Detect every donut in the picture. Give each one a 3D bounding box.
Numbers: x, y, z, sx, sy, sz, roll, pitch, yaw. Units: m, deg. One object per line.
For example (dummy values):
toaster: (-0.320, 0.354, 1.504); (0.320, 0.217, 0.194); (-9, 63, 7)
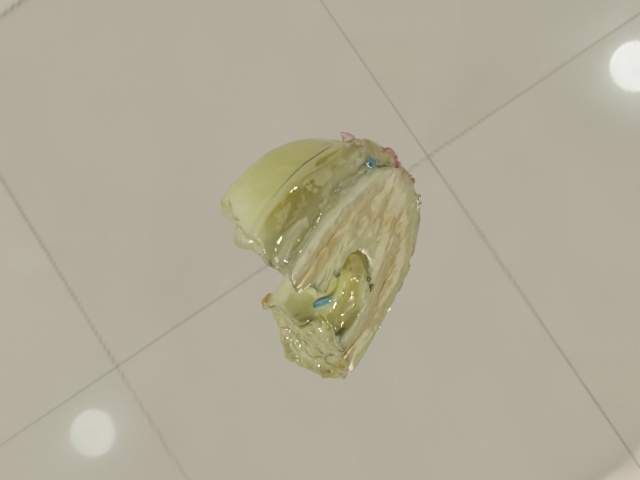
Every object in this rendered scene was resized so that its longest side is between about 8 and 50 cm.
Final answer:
donut: (0.003, -0.002, 0.530); (0.065, 0.166, 0.108); (25, 69, 26)
